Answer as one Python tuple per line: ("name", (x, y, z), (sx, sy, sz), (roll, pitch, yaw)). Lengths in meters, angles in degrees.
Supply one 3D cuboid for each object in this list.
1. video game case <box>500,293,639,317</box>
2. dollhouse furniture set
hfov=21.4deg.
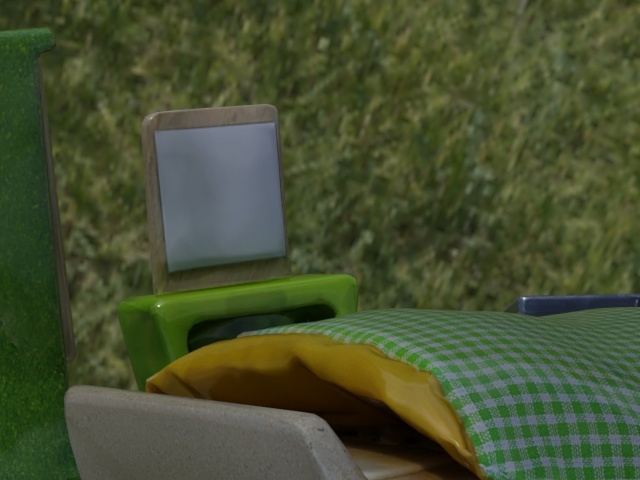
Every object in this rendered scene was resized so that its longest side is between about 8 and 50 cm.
("video game case", (0.252, 0.059, 1.128), (0.274, 0.196, 0.026), (-1, 80, -3))
("dollhouse furniture set", (0.000, 0.000, 0.533), (0.198, 0.151, 0.301), (-7, 3, -34))
